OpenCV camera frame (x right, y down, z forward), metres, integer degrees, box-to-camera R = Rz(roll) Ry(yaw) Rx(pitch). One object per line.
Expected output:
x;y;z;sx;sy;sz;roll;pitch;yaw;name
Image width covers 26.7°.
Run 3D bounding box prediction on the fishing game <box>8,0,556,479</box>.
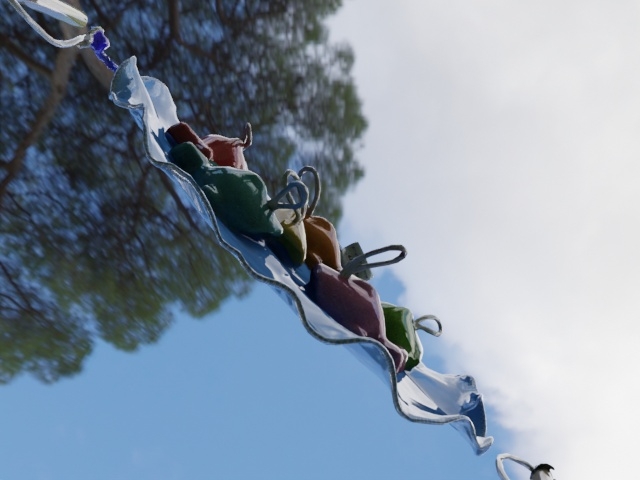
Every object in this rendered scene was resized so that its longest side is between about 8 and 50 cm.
0.000;0.000;0.468;0.264;0.189;0.041;45;-86;2;fishing game
